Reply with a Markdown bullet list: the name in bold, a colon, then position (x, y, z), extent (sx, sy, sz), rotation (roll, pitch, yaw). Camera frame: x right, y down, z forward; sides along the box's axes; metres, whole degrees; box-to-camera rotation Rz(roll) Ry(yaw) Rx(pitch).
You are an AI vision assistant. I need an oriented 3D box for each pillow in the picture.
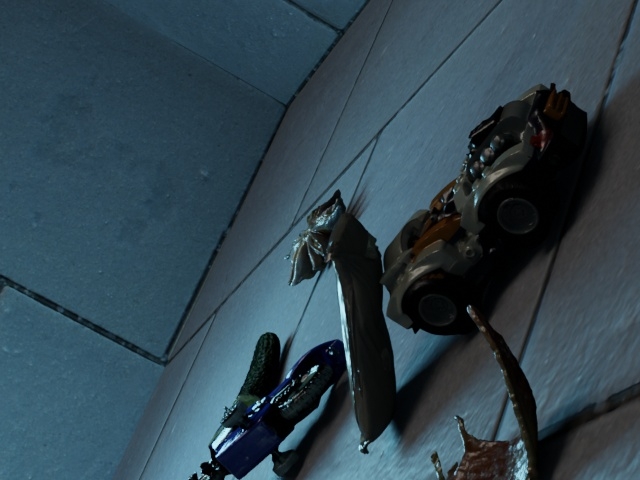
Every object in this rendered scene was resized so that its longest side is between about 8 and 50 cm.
- **pillow**: position (0.051, 0.095, 1.511), extent (0.169, 0.059, 0.255), rotation (-77, -21, -78)

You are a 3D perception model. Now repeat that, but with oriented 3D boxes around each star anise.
- **star anise**: position (0.000, 0.000, 2.365), extent (0.195, 0.065, 0.182), rotation (-58, 14, -4)

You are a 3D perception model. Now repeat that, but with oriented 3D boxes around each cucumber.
- **cucumber**: position (-0.100, 0.221, 2.257), extent (0.215, 0.058, 0.052), rotation (-72, -20, -59)

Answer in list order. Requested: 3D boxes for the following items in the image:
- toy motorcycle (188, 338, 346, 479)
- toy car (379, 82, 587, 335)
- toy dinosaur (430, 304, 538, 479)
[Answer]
- **toy motorcycle**: position (-0.080, 0.258, 1.868), extent (0.315, 0.113, 0.169), rotation (-44, 5, 20)
- **toy car**: position (0.174, -0.040, 1.421), extent (0.301, 0.118, 0.193), rotation (-57, 4, 37)
- **toy dinosaur**: position (0.081, 0.225, 1.157), extent (0.327, 0.112, 0.207), rotation (-51, 14, 54)
